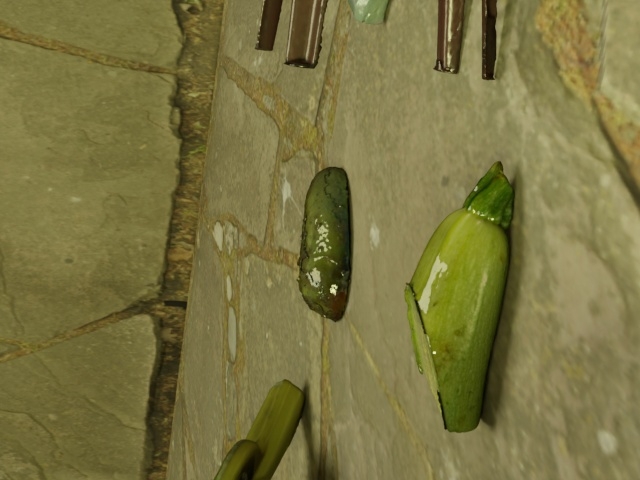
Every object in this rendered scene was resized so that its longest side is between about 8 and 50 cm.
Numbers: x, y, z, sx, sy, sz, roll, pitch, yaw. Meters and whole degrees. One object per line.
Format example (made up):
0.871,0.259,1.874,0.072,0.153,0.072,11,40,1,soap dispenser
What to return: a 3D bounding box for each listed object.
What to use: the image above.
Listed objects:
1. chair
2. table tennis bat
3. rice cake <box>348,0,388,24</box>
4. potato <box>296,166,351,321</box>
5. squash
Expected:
0.067,-0.297,0.811,0.175,0.183,0.327,-134,50,-71,chair
-0.094,0.307,1.234,0.369,0.054,0.224,-62,-17,-51,table tennis bat
0.050,-0.359,1.193,0.237,0.043,0.127,-99,18,-47,rice cake
0.000,0.000,1.251,0.119,0.054,0.198,140,134,-75,potato
0.100,0.037,0.772,0.090,0.075,0.200,-31,-49,-74,squash
